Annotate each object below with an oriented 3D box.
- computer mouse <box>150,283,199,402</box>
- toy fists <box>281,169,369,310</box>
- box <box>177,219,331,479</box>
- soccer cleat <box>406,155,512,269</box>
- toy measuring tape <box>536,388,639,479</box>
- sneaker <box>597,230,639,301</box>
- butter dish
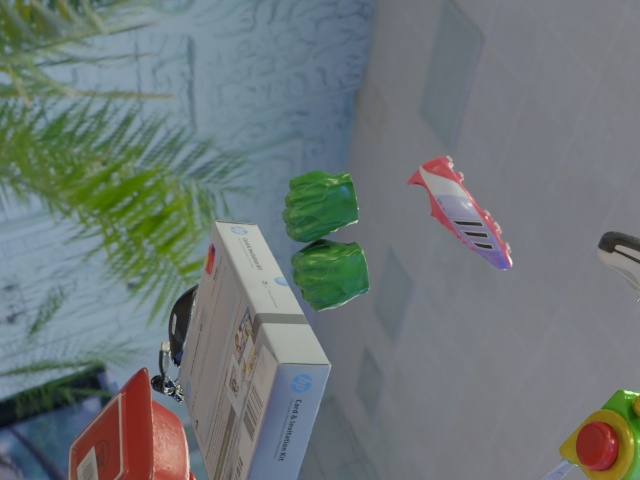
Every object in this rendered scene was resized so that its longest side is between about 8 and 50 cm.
[{"bbox_3d":[-0.316,0.213,2.099,0.184,0.060,0.262,47,52,-74],"label":"computer mouse"},{"bbox_3d":[0.000,0.000,1.900,0.096,0.142,0.279,-149,-133,-63],"label":"toy fists"},{"bbox_3d":[-0.054,0.092,0.677,0.186,0.038,0.145,-124,-135,-56],"label":"box"},{"bbox_3d":[0.255,-0.040,1.765,0.248,0.095,0.083,58,7,14],"label":"soccer cleat"},{"bbox_3d":[0.398,0.343,1.420,0.121,0.121,0.330,59,-47,36],"label":"toy measuring tape"},{"bbox_3d":[0.673,0.186,1.845,0.448,0.257,0.169,33,11,-1],"label":"sneaker"},{"bbox_3d":[-0.183,0.243,1.009,0.160,0.118,0.160,-46,-144,24],"label":"butter dish"}]
